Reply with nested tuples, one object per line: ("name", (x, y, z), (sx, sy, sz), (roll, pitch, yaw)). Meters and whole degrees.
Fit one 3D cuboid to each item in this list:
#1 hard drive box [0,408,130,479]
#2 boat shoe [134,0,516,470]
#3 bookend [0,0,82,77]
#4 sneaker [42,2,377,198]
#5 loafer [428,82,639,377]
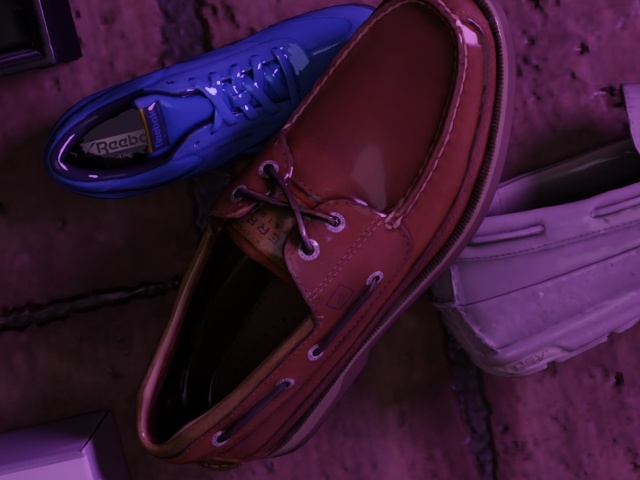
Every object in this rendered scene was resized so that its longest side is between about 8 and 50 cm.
("hard drive box", (-0.216, 0.216, 1.074), (0.232, 0.089, 0.181), (-14, 98, 6))
("boat shoe", (0.000, 0.000, 0.975), (0.110, 0.104, 0.307), (37, 113, 29))
("bookend", (-0.231, -0.158, 1.024), (0.156, 0.072, 0.157), (-12, 97, 6))
("sneaker", (-0.054, -0.073, 1.021), (0.209, 0.082, 0.069), (-20, 95, 6))
("loafer", (0.199, -0.040, 0.992), (0.319, 0.112, 0.111), (-29, 104, 9))
